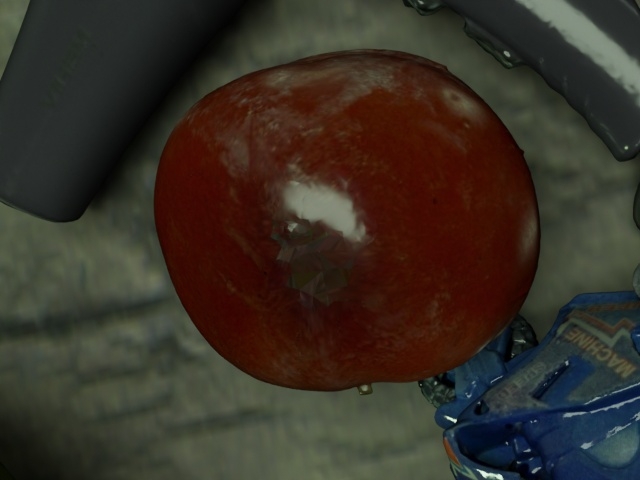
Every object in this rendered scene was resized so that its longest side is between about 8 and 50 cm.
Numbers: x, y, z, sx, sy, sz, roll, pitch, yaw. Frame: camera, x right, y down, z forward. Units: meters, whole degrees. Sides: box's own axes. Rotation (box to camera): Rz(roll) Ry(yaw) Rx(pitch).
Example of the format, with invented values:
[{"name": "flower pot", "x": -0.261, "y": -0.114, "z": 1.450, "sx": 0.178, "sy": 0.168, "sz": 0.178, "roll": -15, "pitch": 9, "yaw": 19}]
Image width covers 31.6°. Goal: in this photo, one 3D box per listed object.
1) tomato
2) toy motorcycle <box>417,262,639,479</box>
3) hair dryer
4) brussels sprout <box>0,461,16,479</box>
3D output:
[{"name": "tomato", "x": 0.000, "y": 0.000, "z": 0.437, "sx": 0.159, "sy": 0.091, "sz": 0.139, "roll": -2, "pitch": 103, "yaw": 20}, {"name": "toy motorcycle", "x": 0.123, "y": 0.069, "z": 0.440, "sx": 0.205, "sy": 0.076, "sz": 0.114, "roll": -3, "pitch": 51, "yaw": 33}, {"name": "hair dryer", "x": 0.033, "y": -0.079, "z": 0.490, "sx": 0.361, "sy": 0.121, "sz": 0.301, "roll": 34, "pitch": 105, "yaw": 9}, {"name": "brussels sprout", "x": -0.232, "y": 0.187, "z": 0.457, "sx": 0.316, "sy": 0.274, "sz": 0.243, "roll": -2, "pitch": 110, "yaw": 21}]
